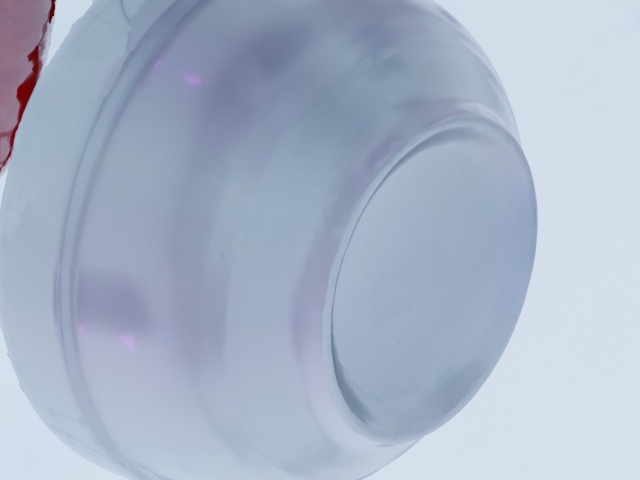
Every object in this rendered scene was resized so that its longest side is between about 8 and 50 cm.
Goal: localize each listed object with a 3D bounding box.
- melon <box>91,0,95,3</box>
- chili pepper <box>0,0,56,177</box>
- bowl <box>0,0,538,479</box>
[{"bbox_3d":[-0.105,-0.186,1.196,0.114,0.167,0.114,-23,147,-16],"label":"melon"},{"bbox_3d":[-0.256,-0.088,1.151,0.135,0.131,0.338,-9,137,-35],"label":"chili pepper"},{"bbox_3d":[0.000,0.000,0.830,0.287,0.144,0.287,-22,121,-43],"label":"bowl"}]
